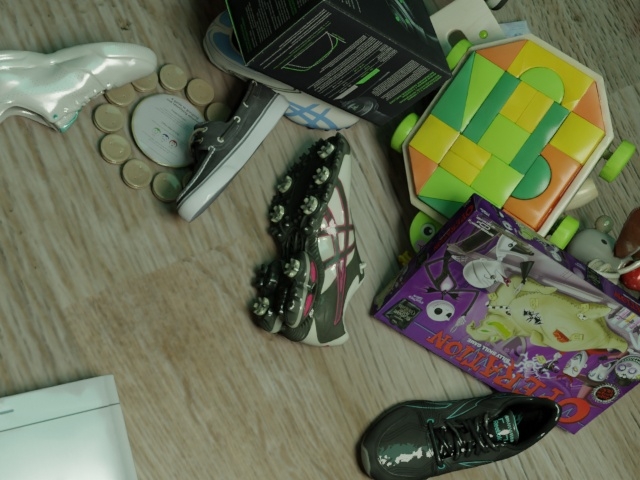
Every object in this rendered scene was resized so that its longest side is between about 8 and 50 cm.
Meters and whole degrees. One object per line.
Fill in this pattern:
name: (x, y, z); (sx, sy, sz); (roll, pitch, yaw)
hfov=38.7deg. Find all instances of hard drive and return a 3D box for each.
hard drive: (-0.278, 0.328, 0.891); (0.233, 0.047, 0.353); (-9, 78, -31)

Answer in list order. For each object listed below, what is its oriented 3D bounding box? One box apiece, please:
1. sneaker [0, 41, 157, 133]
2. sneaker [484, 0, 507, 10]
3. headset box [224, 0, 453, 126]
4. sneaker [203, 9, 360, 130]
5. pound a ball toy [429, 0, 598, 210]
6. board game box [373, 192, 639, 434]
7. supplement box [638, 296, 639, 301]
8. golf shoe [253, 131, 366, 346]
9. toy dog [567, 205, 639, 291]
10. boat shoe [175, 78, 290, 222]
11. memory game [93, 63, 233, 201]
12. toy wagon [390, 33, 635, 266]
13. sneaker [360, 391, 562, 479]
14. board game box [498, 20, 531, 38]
sneaker: (-0.289, -0.172, 1.051); (0.212, 0.080, 0.094); (-11, 85, -21)
sneaker: (0.203, -0.467, 1.360); (0.178, 0.124, 0.295); (22, 38, -18)
headset box: (0.019, -0.305, 1.153); (0.283, 0.131, 0.246); (14, 51, -48)
sneaker: (-0.040, -0.219, 1.191); (0.237, 0.086, 0.085); (28, 60, -19)
pound a ball toy: (0.264, -0.174, 1.326); (0.319, 0.136, 0.208); (62, 16, 10)
board game box: (0.267, 0.105, 1.177); (0.347, 0.208, 0.056); (31, 35, -16)
supplement box: (0.599, 0.127, 1.390); (0.191, 0.129, 0.194); (42, 59, -10)
golf shoe: (0.000, 0.000, 1.141); (0.120, 0.105, 0.272); (28, 66, -35)
toy dog: (0.498, 0.013, 1.237); (0.220, 0.334, 0.161); (7, 101, -62)
boat shoe: (-0.119, -0.118, 1.103); (0.076, 0.080, 0.228); (38, 58, -6)
memory game: (-0.187, -0.134, 1.123); (0.186, 0.012, 0.186); (10, 69, -25)
toy wagon: (0.221, -0.090, 1.183); (0.267, 0.068, 0.344); (36, 94, 15)
sneaker: (0.177, 0.234, 1.131); (0.267, 0.106, 0.101); (-11, 79, -24)
board game box: (0.306, -0.301, 1.446); (0.090, 0.020, 0.090); (-14, 81, -31)
